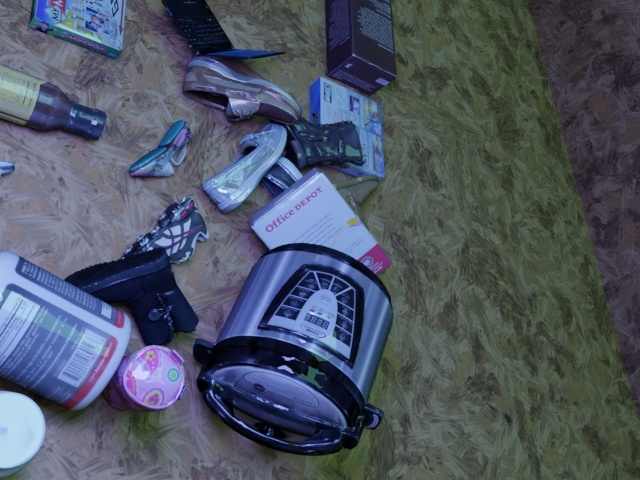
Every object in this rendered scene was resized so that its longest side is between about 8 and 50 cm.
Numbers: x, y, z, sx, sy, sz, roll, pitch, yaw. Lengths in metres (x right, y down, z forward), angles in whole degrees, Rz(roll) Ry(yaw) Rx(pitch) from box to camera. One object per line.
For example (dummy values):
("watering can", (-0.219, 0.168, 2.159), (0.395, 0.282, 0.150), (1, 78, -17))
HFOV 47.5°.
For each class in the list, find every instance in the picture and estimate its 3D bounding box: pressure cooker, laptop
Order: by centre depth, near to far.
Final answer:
("pressure cooker", (-0.048, 0.265, 1.620), (0.375, 0.370, 0.420), (52, 45, -33))
("laptop", (-0.255, -0.568, 1.934), (0.264, 0.136, 0.234), (58, 25, -5))

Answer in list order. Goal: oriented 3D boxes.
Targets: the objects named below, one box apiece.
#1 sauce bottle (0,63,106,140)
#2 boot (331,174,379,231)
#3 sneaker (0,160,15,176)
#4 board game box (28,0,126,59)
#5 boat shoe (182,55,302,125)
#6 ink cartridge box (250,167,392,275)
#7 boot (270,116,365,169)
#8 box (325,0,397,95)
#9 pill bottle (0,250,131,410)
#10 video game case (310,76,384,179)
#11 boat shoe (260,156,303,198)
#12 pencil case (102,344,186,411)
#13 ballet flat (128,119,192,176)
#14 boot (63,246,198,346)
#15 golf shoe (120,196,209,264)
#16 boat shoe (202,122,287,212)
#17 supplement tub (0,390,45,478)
("sauce bottle", (-0.633, -0.300, 1.553), (0.344, 0.111, 0.111), (19, 59, -36))
("boot", (0.118, -0.044, 2.105), (0.236, 0.089, 0.270), (-16, 84, -40))
("sneaker", (-0.684, -0.122, 1.474), (0.135, 0.052, 0.058), (-23, 96, -37))
("board game box", (-0.584, -0.620, 1.783), (0.213, 0.046, 0.317), (15, 62, -36))
("boat shoe", (-0.210, -0.366, 1.911), (0.324, 0.123, 0.116), (21, 69, -2))
("ink cartridge box", (0.000, 0.000, 1.860), (0.226, 0.131, 0.306), (-37, 103, 1))
("boot", (-0.008, -0.311, 2.057), (0.229, 0.091, 0.263), (-14, 75, -27))
("box", (0.129, -0.687, 2.365), (0.191, 0.143, 0.381), (18, 58, -35))
("pill bottle", (-0.556, 0.149, 1.342), (0.363, 0.210, 0.210), (34, 52, -24))
("video game case", (0.081, -0.334, 2.213), (0.244, 0.061, 0.270), (17, 61, -33))
("boat shoe", (-0.046, -0.085, 1.957), (0.306, 0.113, 0.105), (50, 53, -7))
("pencil case", (-0.347, 0.270, 1.414), (0.124, 0.284, 0.124), (7, 74, -25))
("ballet flat", (-0.374, -0.206, 1.764), (0.079, 0.077, 0.221), (60, 42, -29))
("boot", (-0.402, 0.142, 1.542), (0.094, 0.246, 0.207), (-111, -175, -63))
("golf shoe", (-0.350, 0.014, 1.658), (0.120, 0.105, 0.273), (54, 46, -18))
("boat shoe", (-0.191, -0.209, 1.888), (0.103, 0.118, 0.320), (46, 54, -21))
("supplement tub", (-0.568, 0.339, 1.250), (0.144, 0.199, 0.144), (18, 60, -34))
